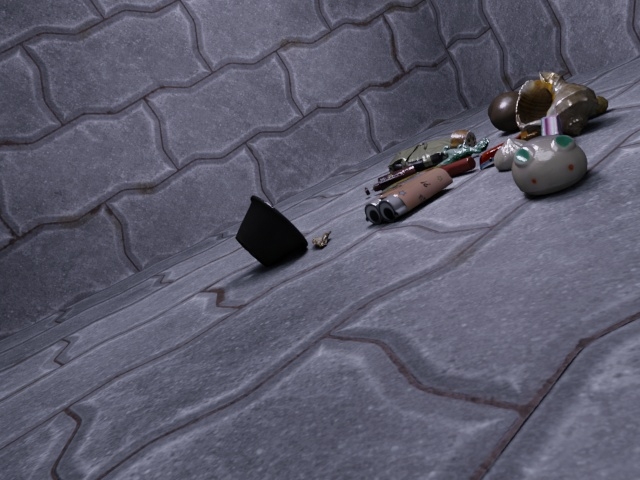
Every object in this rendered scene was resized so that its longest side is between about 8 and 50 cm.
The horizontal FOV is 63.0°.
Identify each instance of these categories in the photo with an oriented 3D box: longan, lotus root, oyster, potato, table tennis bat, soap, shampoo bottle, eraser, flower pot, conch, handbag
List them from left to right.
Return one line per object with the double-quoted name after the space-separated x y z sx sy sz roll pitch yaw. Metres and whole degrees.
-0.191 -0.015 1.835 0.166 0.269 0.269 -49 16 -7 "flower pot"
0.001 0.001 1.814 0.086 0.029 0.132 -24 13 32 "oyster"
0.306 -0.258 2.281 0.237 0.067 0.068 -23 14 15 "shampoo bottle"
0.297 -0.153 1.786 0.291 0.087 0.171 -30 10 -33 "eraser"
0.476 -0.403 2.502 0.316 0.108 0.253 -11 20 26 "handbag"
0.416 -0.243 2.058 0.415 0.051 0.268 -16 14 45 "table tennis bat"
0.637 -0.440 2.333 0.081 0.112 0.122 -2 23 44 "lotus root"
0.863 -0.585 2.373 0.198 0.197 0.212 -23 10 3 "longan"
0.763 -0.353 1.715 0.056 0.100 0.149 -11 42 30 "soap"
0.835 -0.468 1.874 0.264 0.186 0.324 -21 36 17 "conch"
1.003 -0.494 1.954 0.138 0.070 0.091 -23 11 7 "potato"

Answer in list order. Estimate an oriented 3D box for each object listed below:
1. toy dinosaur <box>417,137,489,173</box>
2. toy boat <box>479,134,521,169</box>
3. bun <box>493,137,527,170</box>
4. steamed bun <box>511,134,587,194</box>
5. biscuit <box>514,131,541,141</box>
0.554 -0.365 2.251 0.383 0.076 0.129 -24 29 37 "toy dinosaur"
0.646 -0.310 1.871 0.173 0.058 0.069 -28 10 14 "toy boat"
0.638 -0.294 1.724 0.138 0.094 0.138 -21 15 6 "bun"
0.576 -0.201 1.330 0.177 0.130 0.228 -17 11 25 "steamed bun"
0.862 -0.432 2.042 0.249 0.035 0.184 -33 14 -37 "biscuit"
